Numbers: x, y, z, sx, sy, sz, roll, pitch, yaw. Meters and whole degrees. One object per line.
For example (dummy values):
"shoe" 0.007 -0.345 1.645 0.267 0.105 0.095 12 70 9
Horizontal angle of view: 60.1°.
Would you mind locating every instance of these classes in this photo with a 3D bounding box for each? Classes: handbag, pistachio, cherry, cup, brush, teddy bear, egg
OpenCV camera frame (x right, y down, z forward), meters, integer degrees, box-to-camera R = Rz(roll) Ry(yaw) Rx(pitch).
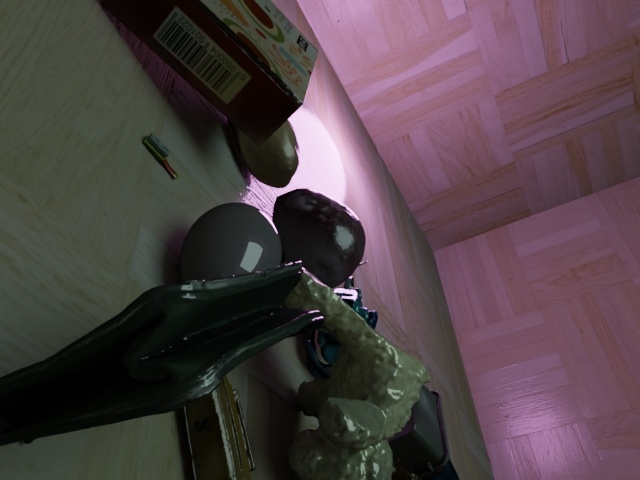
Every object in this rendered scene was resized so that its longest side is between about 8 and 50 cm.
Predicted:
"handbag" -0.147 0.104 0.498 0.079 0.260 0.247 67 21 6
"pistachio" -0.118 -0.218 1.200 0.152 0.126 0.223 -14 80 -39
"cherry" 0.000 0.000 1.200 0.266 0.183 0.213 43 12 -12
"cup" 0.294 0.640 1.496 0.113 0.150 0.138 31 -25 56
"brush" -0.246 -0.132 0.875 0.083 0.021 0.019 57 18 -34
"teddy bear" -0.010 0.284 0.869 0.375 0.362 0.327 38 -7 -8
"egg" -0.132 0.025 0.819 0.147 0.146 0.199 61 24 -24

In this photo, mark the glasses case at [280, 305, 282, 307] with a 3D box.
"glasses case" -0.104 0.068 1.032 0.164 0.041 0.063 56 23 -38

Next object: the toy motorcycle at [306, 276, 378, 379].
"toy motorcycle" 0.047 0.197 1.198 0.260 0.154 0.206 -41 132 -76

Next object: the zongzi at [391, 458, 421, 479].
"zongzi" 0.167 0.597 1.138 0.241 0.111 0.248 13 52 -62

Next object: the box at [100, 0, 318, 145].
"box" -0.178 -0.404 1.069 0.344 0.122 0.385 41 26 -19

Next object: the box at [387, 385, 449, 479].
"box" 0.207 0.445 1.358 0.135 0.163 0.243 50 24 -24

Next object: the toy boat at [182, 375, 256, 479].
"toy boat" -0.135 0.230 0.714 0.088 0.068 0.226 43 27 -65
